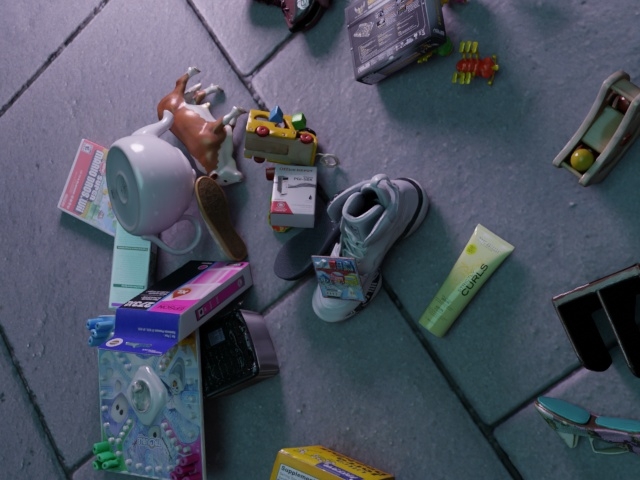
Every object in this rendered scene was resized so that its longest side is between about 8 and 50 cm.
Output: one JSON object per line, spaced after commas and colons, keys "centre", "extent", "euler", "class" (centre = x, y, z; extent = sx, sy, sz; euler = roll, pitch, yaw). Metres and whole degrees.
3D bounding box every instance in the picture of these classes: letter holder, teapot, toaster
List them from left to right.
{"centre": [-0.378, -0.131, 1.964], "extent": [0.252, 0.187, 0.256], "euler": [49, 138, 37], "class": "teapot"}
{"centre": [-0.198, 0.253, 1.916], "extent": [0.185, 0.110, 0.168], "euler": [-28, 72, 22], "class": "toaster"}
{"centre": [0.537, 0.177, 1.436], "extent": [0.152, 0.302, 0.214], "euler": [-26, 73, 22], "class": "letter holder"}

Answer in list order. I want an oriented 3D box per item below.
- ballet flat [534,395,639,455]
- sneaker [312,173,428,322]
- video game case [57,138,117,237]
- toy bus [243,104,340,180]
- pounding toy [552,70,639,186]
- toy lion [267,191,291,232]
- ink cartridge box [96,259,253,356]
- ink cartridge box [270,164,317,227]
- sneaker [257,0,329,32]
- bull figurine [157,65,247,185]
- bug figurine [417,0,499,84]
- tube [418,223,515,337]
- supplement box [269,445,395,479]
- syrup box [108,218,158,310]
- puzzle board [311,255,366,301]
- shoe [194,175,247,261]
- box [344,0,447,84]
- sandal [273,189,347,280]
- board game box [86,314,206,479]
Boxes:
{"centre": [0.506, 0.357, 1.565], "extent": [0.221, 0.077, 0.079], "euler": [10, 108, 28], "class": "ballet flat"}
{"centre": [0.069, 0.013, 1.752], "extent": [0.137, 0.210, 0.366], "euler": [40, 102, 26], "class": "sneaker"}
{"centre": [-0.560, -0.130, 2.202], "extent": [0.285, 0.025, 0.204], "euler": [23, 94, 28], "class": "video game case"}
{"centre": [-0.079, -0.238, 1.918], "extent": [0.191, 0.202, 0.104], "euler": [-21, 44, 31], "class": "toy bus"}
{"centre": [0.575, -0.206, 1.550], "extent": [0.155, 0.154, 0.269], "euler": [42, 103, 25], "class": "pounding toy"}
{"centre": [-0.089, -0.073, 1.949], "extent": [0.096, 0.034, 0.100], "euler": [-39, 67, 26], "class": "toy lion"}
{"centre": [-0.318, 0.141, 1.858], "extent": [0.175, 0.371, 0.069], "euler": [2, 114, 27], "class": "ink cartridge box"}
{"centre": [-0.059, -0.100, 1.874], "extent": [0.099, 0.056, 0.135], "euler": [3, 57, 1], "class": "ink cartridge box"}
{"centre": [-0.103, -0.566, 1.978], "extent": [0.281, 0.106, 0.163], "euler": [-4, 85, 26], "class": "sneaker"}
{"centre": [-0.277, -0.274, 2.033], "extent": [0.310, 0.101, 0.188], "euler": [44, 98, 21], "class": "bull figurine"}
{"centre": [0.307, -0.467, 1.770], "extent": [0.216, 0.072, 0.279], "euler": [17, 96, 34], "class": "bug figurine"}
{"centre": [0.291, 0.086, 1.716], "extent": [0.070, 0.062, 0.240], "euler": [34, 96, -14], "class": "tube"}
{"centre": [-0.012, 0.626, 1.713], "extent": [0.194, 0.195, 0.357], "euler": [16, 88, 28], "class": "supplement box"}
{"centre": [-0.461, 0.059, 2.071], "extent": [0.096, 0.093, 0.237], "euler": [5, 85, 0], "class": "syrup box"}
{"centre": [0.035, 0.079, 1.718], "extent": [0.128, 0.011, 0.096], "euler": [3, 113, 48], "class": "puzzle board"}
{"centre": [-0.247, -0.046, 1.971], "extent": [0.058, 0.076, 0.219], "euler": [-9, 108, 50], "class": "shoe"}
{"centre": [0.158, -0.467, 1.809], "extent": [0.231, 0.056, 0.183], "euler": [-23, 68, 44], "class": "box"}
{"centre": [0.001, 0.000, 1.875], "extent": [0.254, 0.054, 0.097], "euler": [-45, 49, 5], "class": "sandal"}
{"centre": [-0.425, 0.370, 1.983], "extent": [0.389, 0.050, 0.390], "euler": [-6, 85, 41], "class": "board game box"}
